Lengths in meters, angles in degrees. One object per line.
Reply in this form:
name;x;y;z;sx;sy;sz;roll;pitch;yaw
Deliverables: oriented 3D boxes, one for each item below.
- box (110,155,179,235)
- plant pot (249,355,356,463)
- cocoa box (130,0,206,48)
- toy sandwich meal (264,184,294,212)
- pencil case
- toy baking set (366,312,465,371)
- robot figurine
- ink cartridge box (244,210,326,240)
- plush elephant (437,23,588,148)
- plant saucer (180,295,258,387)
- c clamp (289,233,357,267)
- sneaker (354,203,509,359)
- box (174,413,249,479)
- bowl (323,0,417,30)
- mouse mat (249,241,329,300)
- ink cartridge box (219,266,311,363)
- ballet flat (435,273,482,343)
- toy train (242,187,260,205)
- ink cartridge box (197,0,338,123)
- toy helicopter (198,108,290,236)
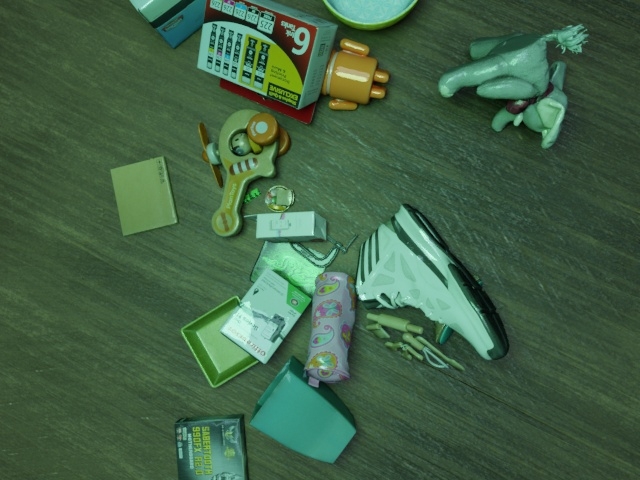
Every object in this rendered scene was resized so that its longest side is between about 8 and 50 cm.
box;-0.507;-0.127;1.478;0.165;0.021;0.201;-13;86;5
plant pot;-0.033;0.448;1.328;0.234;0.166;0.165;36;91;0
cocoa box;-0.372;-0.753;1.399;0.347;0.228;0.231;-37;83;2
toy sandwich meal;-0.115;-0.117;1.434;0.086;0.029;0.085;0;86;6
pencil case;0.026;0.221;1.302;0.124;0.124;0.283;4;59;6
toy baking set;0.232;0.253;1.289;0.196;0.256;0.030;51;61;-34
robot figurine;0.074;-0.440;1.388;0.220;0.158;0.128;15;67;6
ink cartridge box;-0.094;-0.032;1.369;0.198;0.115;0.067;-1;82;18
plush elephant;0.511;-0.378;1.301;0.330;0.271;0.255;-2;127;36
plant saucer;-0.258;0.277;1.416;0.188;0.045;0.188;-32;84;3
c clamp;0.000;0.000;1.419;0.161;0.022;0.137;32;91;7
sneaker;0.255;0.148;1.302;0.257;0.169;0.447;-42;63;19
box;-0.293;0.598;1.394;0.183;0.056;0.230;-5;86;6
bowl;0.137;-0.686;1.382;0.290;0.156;0.289;0;87;6
mouse mat;-0.088;0.079;1.432;0.190;0.007;0.152;23;89;6
ink cartridge box;-0.146;0.200;1.354;0.153;0.087;0.208;36;76;1
ballet flat;0.349;0.176;1.362;0.067;0.073;0.206;33;87;33
toy train;-0.208;-0.120;1.451;0.083;0.017;0.023;-29;74;3
ink cartridge box;-0.147;-0.464;1.324;0.310;0.130;0.271;25;122;14
toy helicopter;-0.238;-0.186;1.398;0.235;0.140;0.354;13;87;13
